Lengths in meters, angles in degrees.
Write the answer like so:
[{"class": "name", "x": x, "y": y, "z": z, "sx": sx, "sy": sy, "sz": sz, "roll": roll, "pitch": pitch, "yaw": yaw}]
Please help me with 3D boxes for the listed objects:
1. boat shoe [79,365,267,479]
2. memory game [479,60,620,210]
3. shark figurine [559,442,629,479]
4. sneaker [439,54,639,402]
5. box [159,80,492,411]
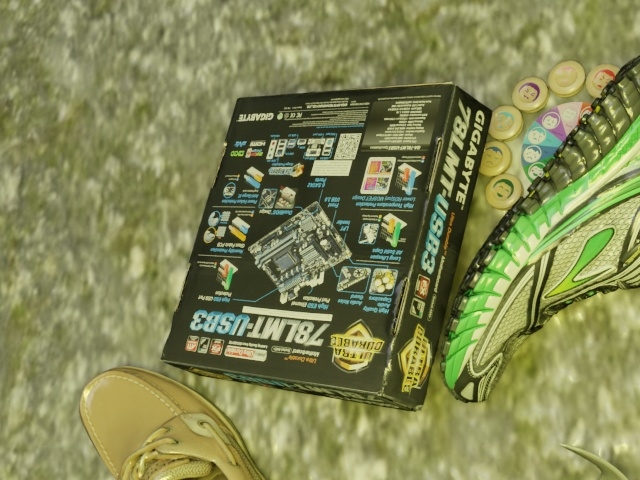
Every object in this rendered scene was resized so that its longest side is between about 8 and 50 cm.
[{"class": "boat shoe", "x": -0.128, "y": 0.223, "z": 1.219, "sx": 0.341, "sy": 0.110, "sz": 0.122, "roll": 35, "pitch": 89, "yaw": 32}, {"class": "memory game", "x": 0.237, "y": -0.088, "z": 1.212, "sx": 0.186, "sy": 0.012, "sz": 0.186, "roll": -10, "pitch": 66, "yaw": 24}, {"class": "shark figurine", "x": 0.278, "y": 0.289, "z": 0.990, "sx": 0.166, "sy": 0.116, "sz": 0.278, "roll": -13, "pitch": 67, "yaw": 21}, {"class": "sneaker", "x": 0.226, "y": 0.013, "z": 1.110, "sx": 0.146, "sy": 0.134, "sz": 0.343, "roll": 38, "pitch": 104, "yaw": 3}, {"class": "box", "x": 0.000, "y": 0.000, "z": 1.228, "sx": 0.295, "sy": 0.073, "sz": 0.293, "roll": 2, "pitch": 73, "yaw": 43}]
